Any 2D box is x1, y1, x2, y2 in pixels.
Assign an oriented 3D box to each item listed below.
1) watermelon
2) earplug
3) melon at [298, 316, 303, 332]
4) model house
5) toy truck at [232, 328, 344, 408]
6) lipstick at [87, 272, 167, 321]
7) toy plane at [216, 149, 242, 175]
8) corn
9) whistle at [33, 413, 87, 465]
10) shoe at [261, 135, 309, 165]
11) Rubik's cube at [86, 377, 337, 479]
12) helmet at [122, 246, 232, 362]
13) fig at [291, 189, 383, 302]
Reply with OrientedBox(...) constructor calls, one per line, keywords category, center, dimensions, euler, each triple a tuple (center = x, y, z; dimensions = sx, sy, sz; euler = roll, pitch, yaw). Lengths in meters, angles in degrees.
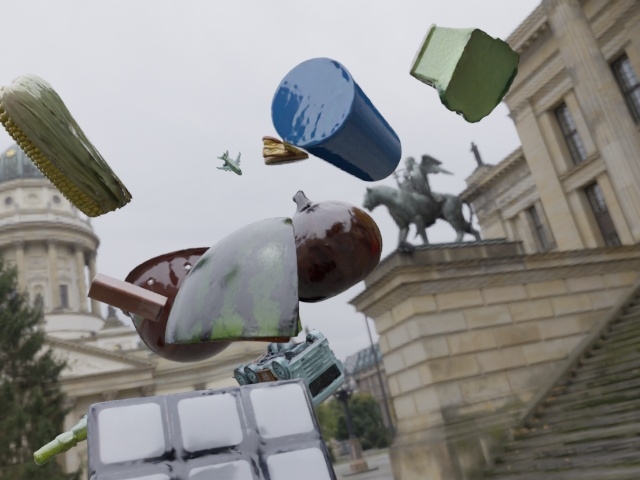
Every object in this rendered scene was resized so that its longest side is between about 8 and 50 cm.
OrientedBox(category="watermelon", center=(-0.075, 0.051, 0.610), dimensions=(0.193, 0.137, 0.145), euler=(-47, -4, -10))
OrientedBox(category="earplug", center=(0.047, -0.167, 0.960), dimensions=(0.133, 0.132, 0.273), euler=(-21, -19, 22))
OrientedBox(category="melon", center=(-0.108, 0.146, 1.586), dimensions=(0.064, 0.209, 0.118), euler=(-15, 12, -24))
OrientedBox(category="model house", center=(0.323, -0.402, 1.447), dimensions=(0.214, 0.189, 0.195), euler=(8, -68, -41))
OrientedBox(category="toy truck", center=(-0.071, 0.324, 1.424), dimensions=(0.136, 0.162, 0.305), euler=(-33, 4, -35))
OrientedBox(category="lipstick", center=(-0.381, 0.113, 1.208), dimensions=(0.146, 0.045, 0.045), euler=(22, -73, -11))
OrientedBox(category="toy plane", center=(-0.238, -0.203, 1.629), dimensions=(0.080, 0.083, 0.033), euler=(-38, -6, -26))
OrientedBox(category="corn", center=(-0.484, -0.173, 1.159), dimensions=(0.123, 0.122, 0.305), euler=(-9, -49, 27))
OrientedBox(category="whistle", center=(-0.620, 0.486, 1.524), dimensions=(0.198, 0.057, 0.104), euler=(-27, 1, -37))
OrientedBox(category="shoe", center=(-0.072, -0.198, 1.296), dimensions=(0.109, 0.069, 0.072), euler=(-15, 1, 3))
OrientedBox(category="Rubik's cube", center=(-0.147, 0.401, 0.812), dimensions=(0.301, 0.303, 0.305), euler=(-1, -44, -22))
OrientedBox(category="helmet", center=(-0.343, 0.208, 1.609), dimensions=(0.338, 0.230, 0.385), euler=(10, -44, -43))
OrientedBox(category="fig", center=(0.007, 0.016, 1.216), dimensions=(0.235, 0.235, 0.214), euler=(-20, -64, 21))
